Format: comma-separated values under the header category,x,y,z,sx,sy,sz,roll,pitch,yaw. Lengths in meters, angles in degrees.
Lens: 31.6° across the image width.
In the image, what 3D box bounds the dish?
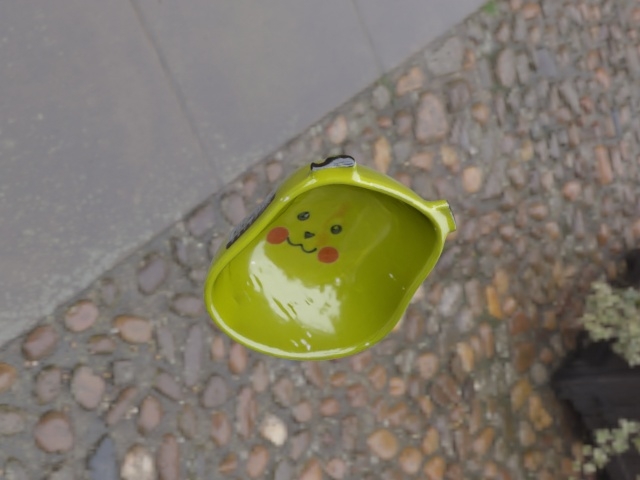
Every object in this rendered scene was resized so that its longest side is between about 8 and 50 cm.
category,x,y,z,sx,sy,sz,roll,pitch,yaw
dish,0.000,0.000,1.171,0.221,0.262,0.108,19,36,-28
